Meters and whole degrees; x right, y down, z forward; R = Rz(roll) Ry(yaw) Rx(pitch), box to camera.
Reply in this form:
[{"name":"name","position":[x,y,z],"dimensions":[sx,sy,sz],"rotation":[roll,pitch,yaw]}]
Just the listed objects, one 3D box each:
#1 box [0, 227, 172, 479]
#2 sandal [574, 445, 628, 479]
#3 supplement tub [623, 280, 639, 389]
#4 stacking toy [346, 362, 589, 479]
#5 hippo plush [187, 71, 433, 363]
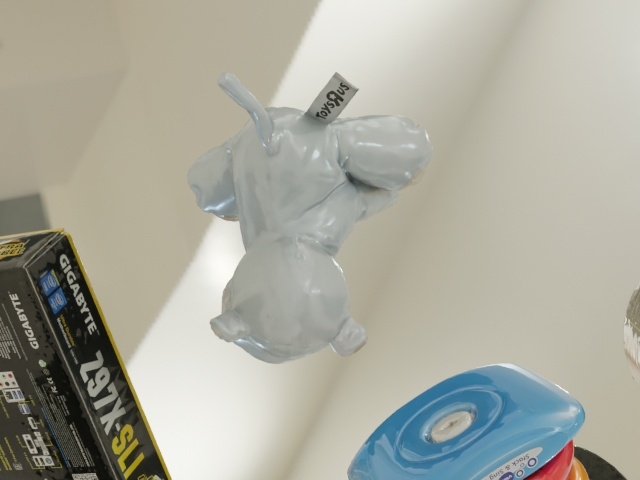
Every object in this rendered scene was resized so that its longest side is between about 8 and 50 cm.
[{"name":"box","position":[-0.297,0.157,1.338],"dimensions":[0.079,0.257,0.322],"rotation":[-50,126,-53]},{"name":"sandal","position":[0.256,0.306,1.349],"dimensions":[0.107,0.167,0.446],"rotation":[45,0,-30]},{"name":"supplement tub","position":[0.408,0.103,1.382],"dimensions":[0.338,0.207,0.207],"rotation":[-48,128,-83]},{"name":"stacking toy","position":[0.167,0.264,1.131],"dimensions":[0.302,0.175,0.166],"rotation":[61,-8,-18]},{"name":"hippo plush","position":[0.000,0.000,1.380],"dimensions":[0.294,0.234,0.236],"rotation":[130,-43,-70]}]
